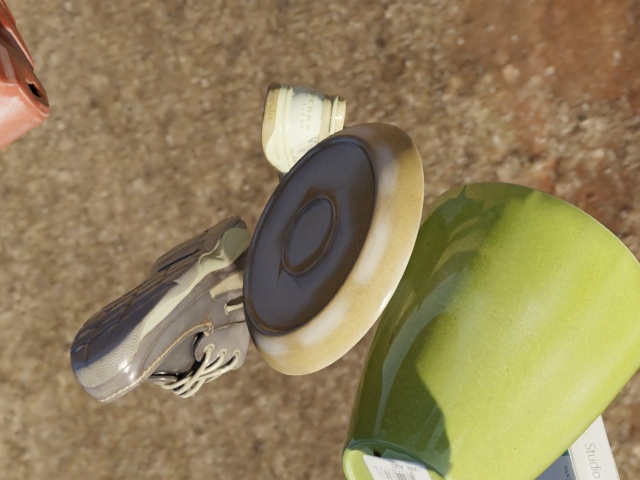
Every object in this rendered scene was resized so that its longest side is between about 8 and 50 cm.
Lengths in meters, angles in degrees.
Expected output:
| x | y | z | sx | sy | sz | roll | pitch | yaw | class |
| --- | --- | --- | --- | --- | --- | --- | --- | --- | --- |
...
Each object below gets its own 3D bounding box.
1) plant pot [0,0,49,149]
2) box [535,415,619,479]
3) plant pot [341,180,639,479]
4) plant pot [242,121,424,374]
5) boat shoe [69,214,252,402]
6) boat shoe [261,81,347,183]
| x | y | z | sx | sy | sz | roll | pitch | yaw | class |
| --- | --- | --- | --- | --- | --- | --- | --- | --- | --- |
| -0.341 | -0.106 | 0.995 | 0.272 | 0.265 | 0.272 | 62 | 180 | 1 | plant pot |
| 0.261 | 0.275 | 1.818 | 0.322 | 0.058 | 0.232 | 111 | 154 | -54 | box |
| 0.148 | 0.138 | 1.480 | 0.274 | 0.293 | 0.275 | 24 | 142 | 20 | plant pot |
| 0.000 | 0.000 | 1.302 | 0.236 | 0.032 | 0.236 | -36 | 41 | 38 | plant pot |
| -0.128 | 0.084 | 1.519 | 0.132 | 0.355 | 0.130 | -28 | 99 | 26 | boat shoe |
| 0.003 | -0.094 | 1.653 | 0.089 | 0.285 | 0.105 | 3 | 79 | 11 | boat shoe |
